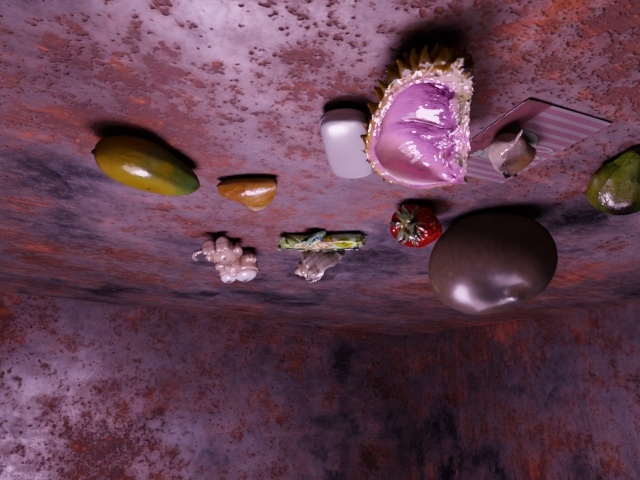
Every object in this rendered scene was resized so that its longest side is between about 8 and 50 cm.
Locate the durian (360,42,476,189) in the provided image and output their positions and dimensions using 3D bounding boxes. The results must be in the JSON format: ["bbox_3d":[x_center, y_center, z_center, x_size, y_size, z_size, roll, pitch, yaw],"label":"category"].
[{"bbox_3d":[0.163,-0.205,0.841,0.191,0.112,0.341,5,156,18],"label":"durian"}]

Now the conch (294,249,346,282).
[{"bbox_3d":[0.003,0.072,1.649,0.207,0.155,0.130,-24,136,15],"label":"conch"}]

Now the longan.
[{"bbox_3d":[0.466,0.062,1.383,0.350,0.288,0.288,-20,154,29],"label":"longan"}]

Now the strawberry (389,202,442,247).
[{"bbox_3d":[0.261,-0.041,1.332,0.148,0.131,0.131,-23,-178,-42],"label":"strawberry"}]

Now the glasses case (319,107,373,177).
[{"bbox_3d":[0.055,-0.183,0.976,0.092,0.059,0.233,0,163,11],"label":"glasses case"}]

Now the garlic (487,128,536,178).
[{"bbox_3d":[0.363,-0.176,0.968,0.084,0.066,0.152,-40,148,23],"label":"garlic"}]

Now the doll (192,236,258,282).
[{"bbox_3d":[-0.311,0.064,1.686,0.154,0.119,0.278,-16,156,14],"label":"doll"}]

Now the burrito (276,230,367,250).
[{"bbox_3d":[0.000,0.000,1.558,0.288,0.054,0.104,-1,162,9],"label":"burrito"}]

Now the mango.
[{"bbox_3d":[-0.368,-0.151,1.064,0.137,0.091,0.237,0,163,23],"label":"mango"}]

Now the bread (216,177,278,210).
[{"bbox_3d":[-0.153,-0.118,1.213,0.136,0.054,0.154,-17,158,37],"label":"bread"}]

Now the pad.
[{"bbox_3d":[0.395,-0.189,1.021,0.202,0.005,0.300,8,161,-21],"label":"pad"}]

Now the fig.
[{"bbox_3d":[0.638,-0.132,1.058,0.123,0.123,0.156,-2,124,10],"label":"fig"}]
